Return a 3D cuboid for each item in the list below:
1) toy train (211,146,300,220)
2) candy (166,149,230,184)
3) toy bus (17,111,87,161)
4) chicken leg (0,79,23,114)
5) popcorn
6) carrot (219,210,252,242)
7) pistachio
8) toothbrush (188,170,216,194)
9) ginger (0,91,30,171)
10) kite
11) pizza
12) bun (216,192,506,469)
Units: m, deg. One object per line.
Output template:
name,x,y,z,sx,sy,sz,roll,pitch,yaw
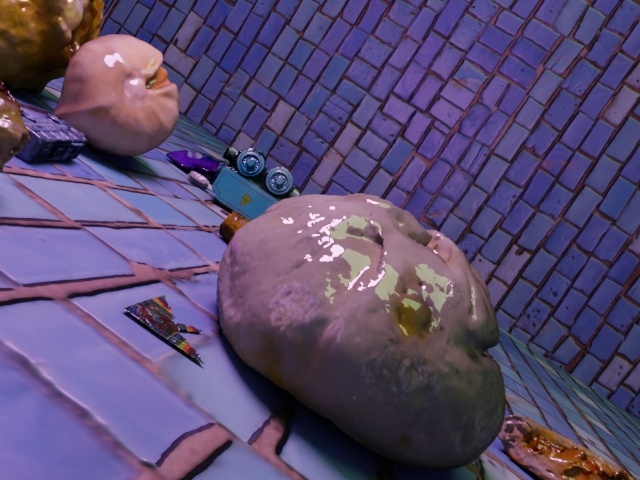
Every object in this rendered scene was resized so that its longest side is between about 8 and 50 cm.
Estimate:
toy train,-0.152,-0.123,1.332,0.198,0.154,0.107,33,3,-11
candy,-0.286,-0.187,1.551,0.145,0.070,0.275,27,6,20
toy bus,-0.391,-0.144,0.828,0.065,0.047,0.166,37,8,-6
chicken leg,-0.518,-0.236,0.939,0.145,0.037,0.062,38,-14,29
popcorn,-0.568,-0.442,1.107,0.294,0.292,0.334,19,6,-34
carrot,-0.076,0.031,0.971,0.260,0.070,0.070,36,7,31
pistachio,-0.380,-0.264,1.088,0.230,0.229,0.309,30,4,-23
toothbrush,-0.182,-0.077,1.390,0.307,0.025,0.029,33,-21,-8
ginger,-0.404,-0.143,0.528,0.263,0.116,0.109,24,-30,-29
kite,-0.146,0.078,0.550,0.090,0.004,0.122,27,9,-45
pizza,0.418,0.362,0.852,0.365,0.073,0.182,32,-2,-2
bun,0.069,0.077,0.663,0.365,0.219,0.365,31,10,-6
